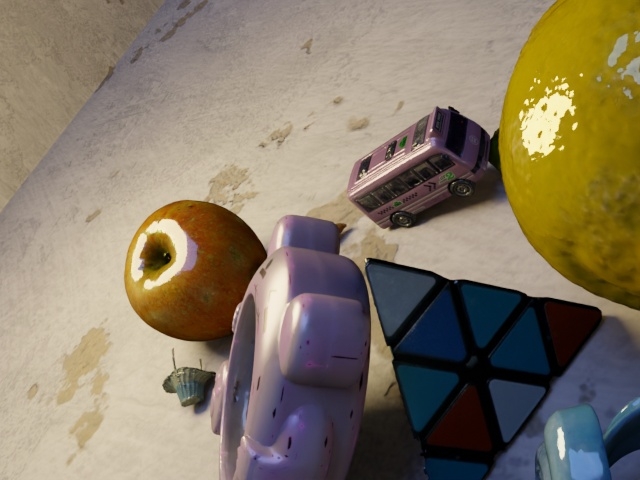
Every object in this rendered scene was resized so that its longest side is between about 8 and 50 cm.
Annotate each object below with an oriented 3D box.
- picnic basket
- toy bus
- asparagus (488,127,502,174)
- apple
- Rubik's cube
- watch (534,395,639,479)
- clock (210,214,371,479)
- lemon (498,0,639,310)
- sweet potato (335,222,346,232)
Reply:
[{"bbox_3d":[-0.195,0.204,1.054,0.083,0.065,0.083,-32,57,23],"label":"picnic basket"},{"bbox_3d":[0.134,-0.101,0.986,0.199,0.108,0.096,-30,34,45],"label":"toy bus"},{"bbox_3d":[0.301,-0.076,0.864,0.067,0.060,0.277,-25,33,-9],"label":"asparagus"},{"bbox_3d":[-0.183,0.049,1.108,0.237,0.207,0.236,-18,60,35],"label":"apple"},{"bbox_3d":[0.134,0.077,0.708,0.250,0.234,0.284,-29,36,18],"label":"Rubik's cube"},{"bbox_3d":[0.259,0.212,0.511,0.193,0.211,0.211,-6,44,11],"label":"watch"},{"bbox_3d":[-0.040,0.156,0.753,0.295,0.113,0.322,-105,28,-62],"label":"clock"},{"bbox_3d":[0.318,-0.098,0.593,0.348,0.348,0.348,-26,37,22],"label":"lemon"},{"bbox_3d":[0.000,0.000,1.100,0.095,0.034,0.034,-39,34,2],"label":"sweet potato"}]
